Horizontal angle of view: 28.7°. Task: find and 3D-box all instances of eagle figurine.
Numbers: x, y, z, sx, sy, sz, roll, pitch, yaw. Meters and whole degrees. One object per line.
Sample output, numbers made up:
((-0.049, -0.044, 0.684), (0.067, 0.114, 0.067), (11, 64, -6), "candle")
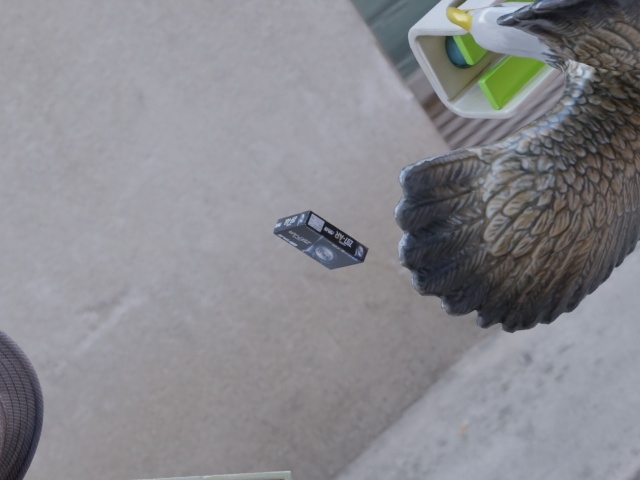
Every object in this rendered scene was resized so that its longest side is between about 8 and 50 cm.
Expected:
((0.173, -0.098, 0.735), (0.225, 0.226, 0.298), (-14, 29, 27), "eagle figurine")

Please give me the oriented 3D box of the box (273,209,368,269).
((0.000, 0.000, 1.337), (0.067, 0.083, 0.018), (-14, 48, 56), "box")

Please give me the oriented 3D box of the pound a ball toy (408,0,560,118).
((0.228, -0.316, 1.410), (0.319, 0.208, 0.135), (-45, 28, -20), "pound a ball toy")

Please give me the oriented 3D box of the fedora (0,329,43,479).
((-0.367, 0.195, 1.071), (0.275, 0.244, 0.124), (-43, 26, 0), "fedora")

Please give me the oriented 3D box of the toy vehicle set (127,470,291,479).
((-0.156, 0.320, 1.244), (0.266, 0.166, 0.035), (-2, -12, -8), "toy vehicle set")
